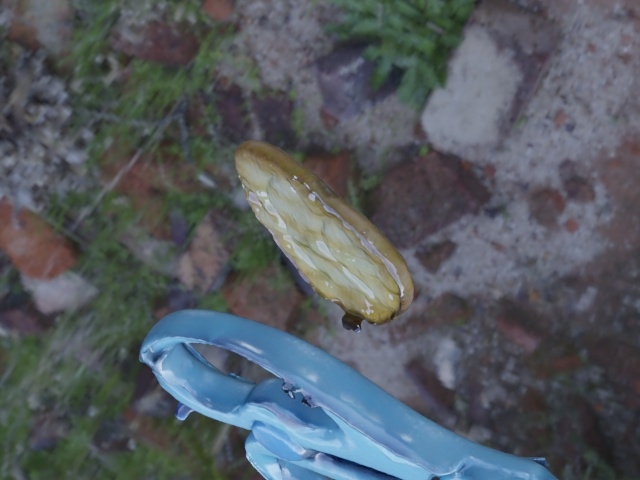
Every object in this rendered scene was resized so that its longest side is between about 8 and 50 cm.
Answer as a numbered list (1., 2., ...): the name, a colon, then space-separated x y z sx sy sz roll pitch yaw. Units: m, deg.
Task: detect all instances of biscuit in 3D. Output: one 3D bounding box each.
1. biscuit: 0.004 -0.002 1.186 0.260 0.041 0.203 26 147 54

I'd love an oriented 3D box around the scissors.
1. scissors: 0.075 0.110 0.580 0.392 0.032 0.180 10 148 40
